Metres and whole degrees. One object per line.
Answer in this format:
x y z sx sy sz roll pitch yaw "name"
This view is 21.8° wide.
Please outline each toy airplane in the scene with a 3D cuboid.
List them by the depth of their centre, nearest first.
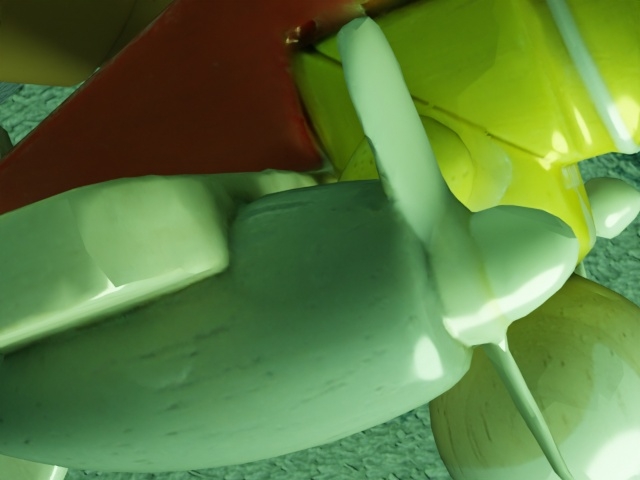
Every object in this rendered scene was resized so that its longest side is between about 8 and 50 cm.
0.000 0.000 0.569 0.386 0.272 0.384 -36 174 -34 "toy airplane"

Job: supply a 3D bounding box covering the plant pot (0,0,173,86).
-0.051 -0.203 0.762 0.291 0.203 0.291 -172 -90 -69 "plant pot"
